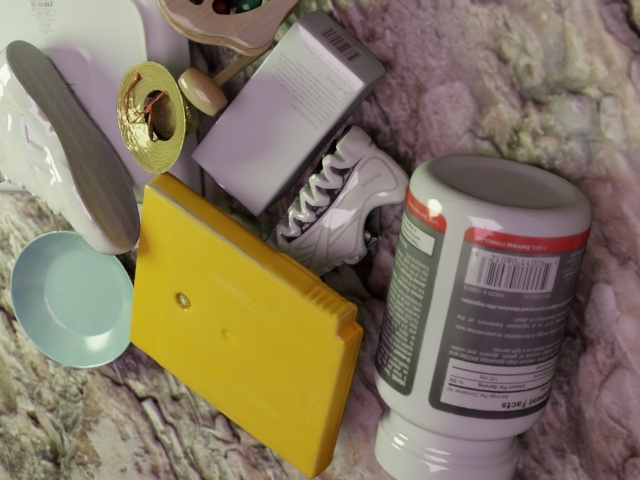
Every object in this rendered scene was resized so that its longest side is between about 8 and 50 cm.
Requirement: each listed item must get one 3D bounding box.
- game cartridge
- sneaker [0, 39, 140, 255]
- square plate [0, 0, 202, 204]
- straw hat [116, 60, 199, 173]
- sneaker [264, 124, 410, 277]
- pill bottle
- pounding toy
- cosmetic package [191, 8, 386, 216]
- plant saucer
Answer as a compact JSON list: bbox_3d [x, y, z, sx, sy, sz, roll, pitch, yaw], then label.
[{"bbox_3d":[-0.097,0.105,1.874,0.324,0.053,0.285,34,137,21],"label":"game cartridge"},{"bbox_3d":[-0.356,-0.087,1.927,0.169,0.108,0.292,-30,90,31],"label":"sneaker"},{"bbox_3d":[-0.327,-0.204,1.945,0.347,0.049,0.344,5,115,18],"label":"square plate"},{"bbox_3d":[-0.182,-0.153,1.855,0.144,0.061,0.144,10,104,48],"label":"straw hat"},{"bbox_3d":[0.000,0.000,1.874,0.118,0.110,0.292,35,119,-4],"label":"sneaker"},{"bbox_3d":[0.175,0.100,1.771,0.210,0.210,0.363,17,112,16],"label":"pill bottle"},{"bbox_3d":[-0.106,-0.293,1.798,0.154,0.155,0.269,36,85,-4],"label":"pounding toy"},{"bbox_3d":[-0.039,-0.153,1.849,0.117,0.085,0.231,44,119,4],"label":"cosmetic package"},{"bbox_3d":[-0.324,0.076,2.059,0.195,0.037,0.195,7,108,21],"label":"plant saucer"}]
